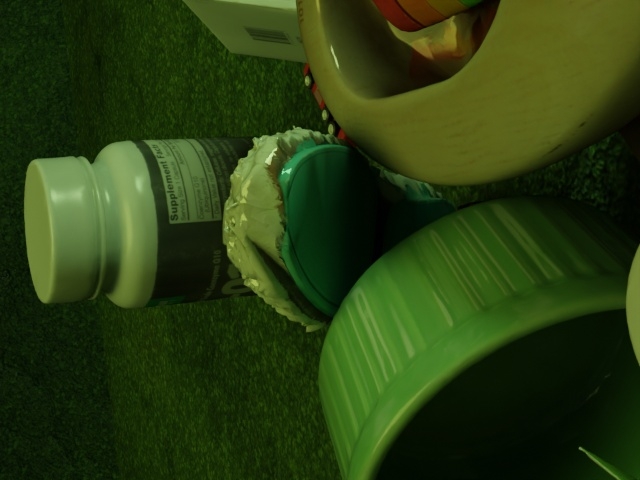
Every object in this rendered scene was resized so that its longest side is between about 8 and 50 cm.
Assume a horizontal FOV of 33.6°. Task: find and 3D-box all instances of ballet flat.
[{"bbox_3d":[0.000,0.000,0.859,0.147,0.409,0.146,-3,83,23],"label":"ballet flat"}]

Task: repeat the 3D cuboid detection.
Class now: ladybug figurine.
[{"bbox_3d":[0.123,-0.188,0.659,0.449,0.162,0.305,-171,78,-67],"label":"ladybug figurine"}]

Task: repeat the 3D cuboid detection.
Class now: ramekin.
[{"bbox_3d":[0.144,0.114,0.760,0.148,0.304,0.303,-116,32,-51],"label":"ramekin"}]

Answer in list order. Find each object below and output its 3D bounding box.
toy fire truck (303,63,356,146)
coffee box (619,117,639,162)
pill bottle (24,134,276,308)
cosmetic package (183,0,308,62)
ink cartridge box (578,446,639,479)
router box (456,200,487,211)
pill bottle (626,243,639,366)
[{"bbox_3d":[0.043,-0.181,1.204,0.135,0.047,0.192,113,145,-44],"label":"toy fire truck"},{"bbox_3d":[0.258,-0.128,0.691,0.141,0.098,0.246,113,144,-47],"label":"coffee box"},{"bbox_3d":[-0.168,-0.024,1.311,0.204,0.361,0.204,175,90,-65],"label":"pill bottle"},{"bbox_3d":[-0.038,-0.318,1.087,0.224,0.138,0.224,29,-109,-81],"label":"cosmetic package"},{"bbox_3d":[0.278,0.150,0.503,0.097,0.255,0.189,-56,34,5],"label":"ink cartridge box"},{"bbox_3d":[0.144,0.033,1.037,0.092,0.038,0.122,142,120,-61],"label":"router box"},{"bbox_3d":[0.277,0.030,0.534,0.121,0.221,0.121,177,90,-65],"label":"pill bottle"}]
